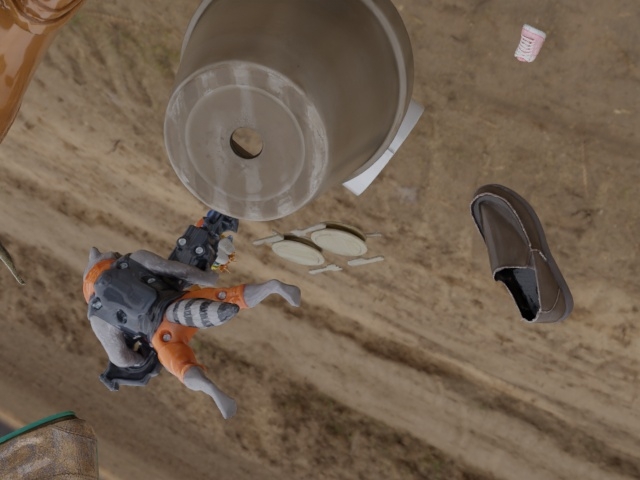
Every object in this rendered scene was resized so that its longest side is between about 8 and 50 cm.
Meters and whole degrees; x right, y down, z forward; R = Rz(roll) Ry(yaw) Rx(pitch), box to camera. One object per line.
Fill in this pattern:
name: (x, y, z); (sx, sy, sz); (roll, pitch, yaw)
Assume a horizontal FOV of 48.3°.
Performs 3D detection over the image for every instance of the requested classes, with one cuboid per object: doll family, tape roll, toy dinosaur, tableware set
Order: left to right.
toy dinosaur: (-0.751, -0.007, 1.567); (0.268, 0.064, 0.118); (52, -154, 22)
doll family: (-0.247, 0.064, 1.422); (0.118, 0.263, 0.163); (38, 164, -12)
tableware set: (0.000, 0.000, 1.092); (0.128, 0.039, 0.194); (29, 155, -29)
tape roll: (0.090, -0.243, 1.571); (0.169, 0.246, 0.246); (37, 154, -4)

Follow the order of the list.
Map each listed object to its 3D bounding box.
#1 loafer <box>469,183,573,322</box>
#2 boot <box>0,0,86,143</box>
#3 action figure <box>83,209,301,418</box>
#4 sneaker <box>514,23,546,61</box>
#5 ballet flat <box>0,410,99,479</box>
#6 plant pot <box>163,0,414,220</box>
loafer: (0.455, 0.032, 1.660); (0.134, 0.130, 0.366); (-43, 71, 46)
boot: (-0.240, -0.182, 0.587); (0.109, 0.283, 0.220); (33, 167, -39)
action figure: (-0.200, 0.060, 1.017); (0.330, 0.341, 0.178); (14, 159, 28)
sneaker: (0.467, -0.437, 1.599); (0.051, 0.070, 0.134); (33, -166, 17)
ballet flat: (-0.364, 0.269, 0.679); (0.106, 0.316, 0.107); (62, 162, 22)
plant pot: (-0.054, -0.171, 0.890); (0.323, 0.280, 0.323); (5, 120, 9)
